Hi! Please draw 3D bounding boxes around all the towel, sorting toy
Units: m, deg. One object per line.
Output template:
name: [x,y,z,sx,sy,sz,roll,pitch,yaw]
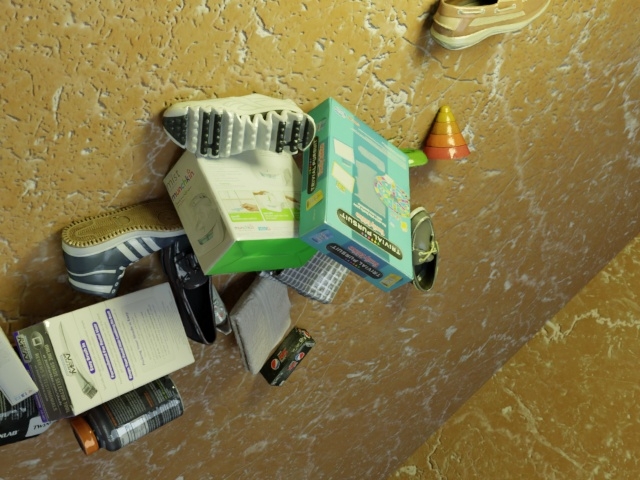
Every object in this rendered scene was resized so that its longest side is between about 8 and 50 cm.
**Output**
towel: [-0.143,0.196,2.210,0.187,0.049,0.282,-55,155,-29]
towel: [0.000,0.000,2.097,0.284,0.121,0.235,-57,147,2]
sorting toy: [0.207,-0.244,2.125,0.365,0.127,0.126,-13,108,-35]

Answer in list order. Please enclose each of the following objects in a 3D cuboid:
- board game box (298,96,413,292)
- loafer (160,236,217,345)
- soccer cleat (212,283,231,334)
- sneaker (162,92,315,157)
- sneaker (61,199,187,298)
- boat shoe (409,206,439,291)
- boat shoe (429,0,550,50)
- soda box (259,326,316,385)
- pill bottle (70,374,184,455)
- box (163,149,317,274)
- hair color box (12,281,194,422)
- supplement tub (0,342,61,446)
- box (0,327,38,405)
board game box: [0.076,-0.095,1.850,0.254,0.336,0.079,32,134,-33]
loafer: [-0.266,0.093,1.924,0.109,0.095,0.302,-29,132,-34]
soccer cleat: [-0.252,0.151,2.074,0.068,0.076,0.196,-38,147,-8]
sneaker: [-0.161,-0.229,1.717,0.292,0.118,0.110,1,131,-22]
sneaker: [-0.371,0.018,1.772,0.282,0.099,0.153,-14,134,-29]
boat shoe: [0.282,0.029,2.495,0.109,0.091,0.305,-31,146,-19]
boat shoe: [0.382,-0.522,1.949,0.324,0.123,0.116,-30,143,-22]
soda box: [-0.090,0.319,2.458,0.169,0.060,0.053,-51,145,14]
pill bottle: [-0.455,0.406,2.101,0.245,0.130,0.130,-25,143,-25]
box: [-0.142,-0.067,1.784,0.262,0.231,0.127,-4,148,-46]
hair color box: [-0.420,0.214,1.783,0.110,0.185,0.339,-19,179,33]
supplement tub: [-0.645,0.304,1.719,0.316,0.193,0.193,-7,133,-42]
box: [-0.597,0.112,1.514,0.058,0.232,0.322,-31,145,-20]
